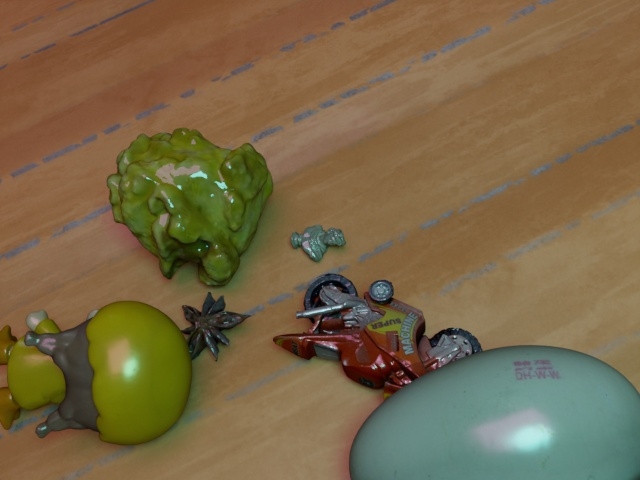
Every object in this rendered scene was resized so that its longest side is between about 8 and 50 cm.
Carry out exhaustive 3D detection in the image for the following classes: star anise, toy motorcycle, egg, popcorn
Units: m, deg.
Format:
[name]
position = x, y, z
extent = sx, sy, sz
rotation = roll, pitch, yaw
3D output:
[star anise]
position = -0.172, 0.139, 1.045
extent = 0.129, 0.056, 0.124
rotation = -21, 59, 18
[toy motorcycle]
position = 0.087, 0.156, 0.964
extent = 0.298, 0.089, 0.171
rotation = 22, 68, 23
[egg]
position = 0.216, 0.256, 0.797
extent = 0.370, 0.230, 0.230
rotation = -16, 58, 8
[popcorn]
position = -0.225, -0.066, 1.079
extent = 0.250, 0.235, 0.242
rotation = 22, 64, 4

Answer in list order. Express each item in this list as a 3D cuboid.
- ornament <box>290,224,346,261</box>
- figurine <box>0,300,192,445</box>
[ornament]
position = -0.003, 0.000, 1.105
extent = 0.092, 0.041, 0.068
rotation = -25, 52, 8
[figurine]
position = -0.359, 0.207, 0.983
extent = 0.343, 0.215, 0.187
rotation = -8, 13, 20
